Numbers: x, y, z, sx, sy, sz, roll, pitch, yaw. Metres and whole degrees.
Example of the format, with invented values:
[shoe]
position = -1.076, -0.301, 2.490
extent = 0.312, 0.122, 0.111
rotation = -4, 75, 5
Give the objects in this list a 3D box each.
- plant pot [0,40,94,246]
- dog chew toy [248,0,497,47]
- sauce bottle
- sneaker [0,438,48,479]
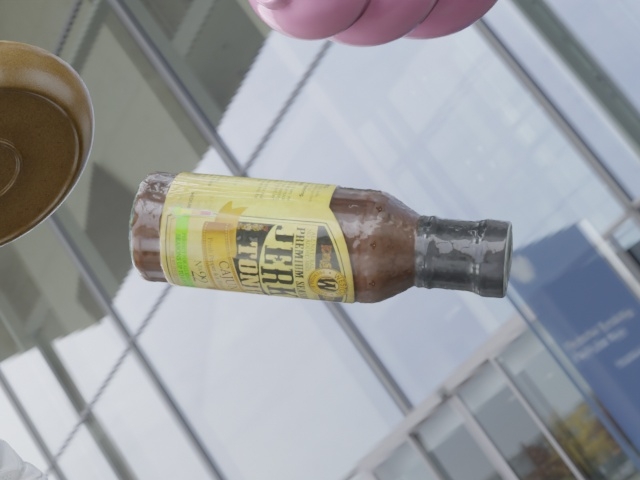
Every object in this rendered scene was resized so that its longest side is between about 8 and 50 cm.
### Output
[plant pot]
position = -0.298, -0.065, 1.023
extent = 0.236, 0.032, 0.236
rotation = -26, -34, -19
[dog chew toy]
position = 0.052, -0.283, 1.162
extent = 0.332, 0.206, 0.206
rotation = -29, -17, -46
[sauce bottle]
position = 0.000, 0.000, 1.085
extent = 0.344, 0.111, 0.111
rotation = 4, -11, 13
[sneaker]
position = -0.352, 0.257, 1.099
extent = 0.090, 0.115, 0.232
rotation = -33, 12, 23
